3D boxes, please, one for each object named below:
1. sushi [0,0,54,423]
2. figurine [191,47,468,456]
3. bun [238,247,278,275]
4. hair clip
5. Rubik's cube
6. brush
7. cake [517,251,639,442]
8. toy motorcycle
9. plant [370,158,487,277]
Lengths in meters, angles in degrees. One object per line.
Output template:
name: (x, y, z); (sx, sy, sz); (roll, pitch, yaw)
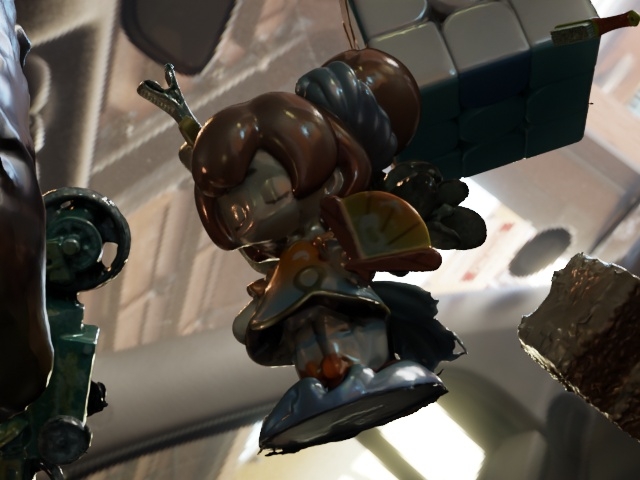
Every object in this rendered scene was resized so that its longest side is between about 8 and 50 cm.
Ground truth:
sushi: (-0.284, -0.060, 0.455); (0.281, 0.294, 0.299); (-17, -40, 3)
figurine: (0.000, -0.001, 0.998); (0.277, 0.388, 0.248); (-32, -24, 28)
bun: (-0.022, -0.050, 1.655); (0.273, 0.168, 0.272); (-15, -67, -38)
hair clip: (-0.175, -0.147, 1.389); (0.071, 0.218, 0.159); (-39, 6, -11)
Rubik's cube: (0.196, -0.281, 1.373); (0.291, 0.291, 0.291); (-17, -25, 0)
brush: (0.242, -0.187, 0.858); (0.083, 0.018, 0.021); (-3, 24, 47)
cake: (0.295, 0.102, 0.985); (0.135, 0.147, 0.134); (-50, 14, 0)
toy motorcycle: (-0.262, 0.096, 0.754); (0.109, 0.198, 0.296); (-129, 49, -76)
plant: (0.064, -0.030, 1.208); (0.146, 0.275, 0.149); (14, -100, -47)
